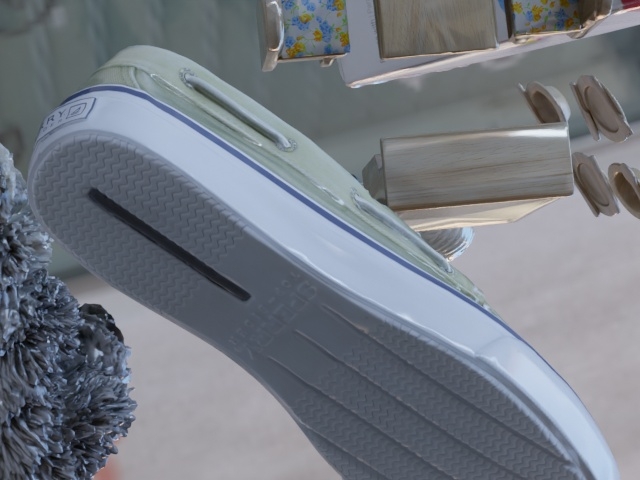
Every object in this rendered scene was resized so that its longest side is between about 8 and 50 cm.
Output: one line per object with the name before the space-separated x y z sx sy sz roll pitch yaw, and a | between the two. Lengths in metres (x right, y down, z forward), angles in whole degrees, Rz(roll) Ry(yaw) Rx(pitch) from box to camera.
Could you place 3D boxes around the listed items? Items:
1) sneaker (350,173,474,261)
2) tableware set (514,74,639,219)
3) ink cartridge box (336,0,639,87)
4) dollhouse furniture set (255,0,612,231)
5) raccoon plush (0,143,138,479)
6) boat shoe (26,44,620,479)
sneaker | 0.000 0.000 1.469 0.085 0.237 0.086 102 -32 -56
tableware set | 0.229 -0.076 1.612 0.141 0.020 0.168 61 -14 -12
ink cartridge box | 0.181 -0.213 1.408 0.306 0.226 0.131 -10 -87 34
dollhouse furniture set | 0.073 -0.133 1.160 0.161 0.212 0.242 134 -50 -83
raccoon plush | -0.269 0.123 1.485 0.299 0.216 0.446 72 4 -56
boat shoe | 0.015 0.022 0.824 0.109 0.302 0.094 -39 -161 39
